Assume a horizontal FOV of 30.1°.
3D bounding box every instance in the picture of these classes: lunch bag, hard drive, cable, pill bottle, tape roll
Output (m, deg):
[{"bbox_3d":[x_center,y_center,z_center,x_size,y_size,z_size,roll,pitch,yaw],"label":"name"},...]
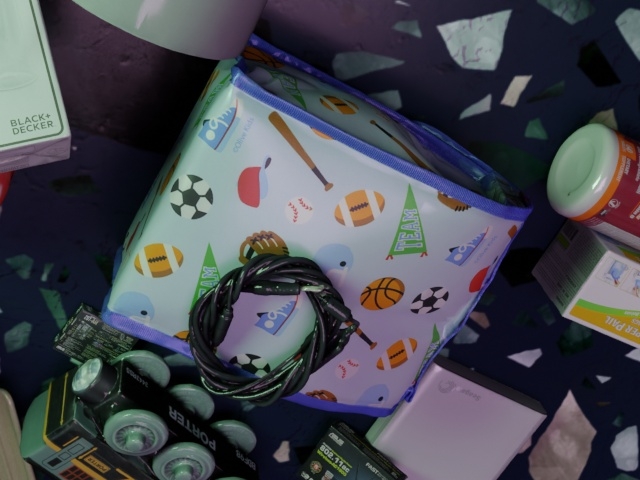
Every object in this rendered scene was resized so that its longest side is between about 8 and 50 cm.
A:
[{"bbox_3d":[0.000,0.000,1.343,0.385,0.239,0.328,25,112,-13],"label":"lunch bag"},{"bbox_3d":[0.146,0.314,1.657,0.203,0.040,0.307,26,110,-24],"label":"hard drive"},{"bbox_3d":[-0.062,0.096,1.232,0.184,0.047,0.150,-37,118,18],"label":"cable"},{"bbox_3d":[0.400,-0.051,1.469,0.221,0.121,0.121,22,111,-22],"label":"pill bottle"},{"bbox_3d":[-0.161,-0.263,1.174,0.219,0.219,0.072,20,113,-22],"label":"tape roll"}]

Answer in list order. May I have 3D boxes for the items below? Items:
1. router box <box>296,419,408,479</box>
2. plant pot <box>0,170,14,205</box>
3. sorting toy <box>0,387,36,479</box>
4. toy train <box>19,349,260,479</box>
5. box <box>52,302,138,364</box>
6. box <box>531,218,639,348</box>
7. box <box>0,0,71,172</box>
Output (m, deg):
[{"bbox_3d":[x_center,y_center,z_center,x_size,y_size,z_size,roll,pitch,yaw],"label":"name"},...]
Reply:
[{"bbox_3d":[0.042,0.315,1.596,0.122,0.038,0.092,38,108,15],"label":"router box"},{"bbox_3d":[-0.403,-0.100,1.236,0.191,0.174,0.191,-6,121,-11],"label":"plant pot"},{"bbox_3d":[-0.463,0.269,1.494,0.196,0.047,0.348,-8,119,-3],"label":"sorting toy"},{"bbox_3d":[-0.216,0.269,1.498,0.190,0.142,0.334,-31,128,20],"label":"toy train"},{"bbox_3d":[-0.278,0.123,1.470,0.083,0.018,0.067,31,107,-25],"label":"box"},{"bbox_3d":[0.396,0.062,1.534,0.203,0.114,0.103,22,111,-24],"label":"box"},{"bbox_3d":[-0.345,-0.205,1.107,0.169,0.087,0.290,-15,84,-14],"label":"box"}]
